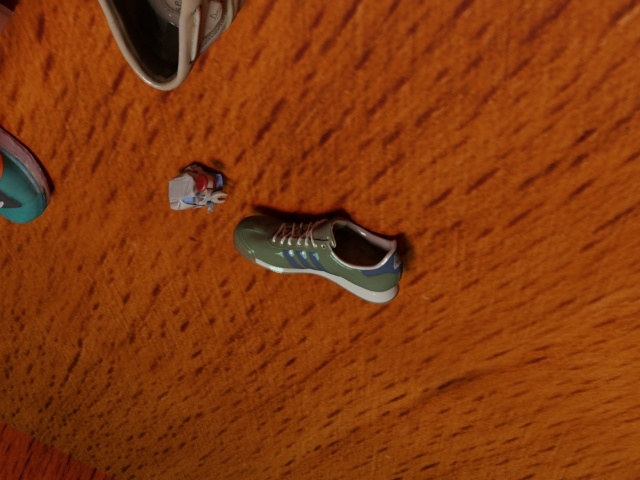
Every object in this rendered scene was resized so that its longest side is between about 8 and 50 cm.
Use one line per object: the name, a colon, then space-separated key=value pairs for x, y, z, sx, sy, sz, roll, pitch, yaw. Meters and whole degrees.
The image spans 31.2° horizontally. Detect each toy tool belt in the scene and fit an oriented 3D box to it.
toy tool belt: x=-0.126 y=-0.057 z=1.246 sx=0.051 sy=0.052 sz=0.083 roll=4 pitch=171 yaw=-37

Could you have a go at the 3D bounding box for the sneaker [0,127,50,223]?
sneaker: x=-0.433 y=-0.096 z=1.323 sx=0.108 sy=0.121 sz=0.302 roll=5 pitch=148 yaw=32

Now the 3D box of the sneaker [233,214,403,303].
sneaker: x=0.000 y=0.000 z=1.229 sx=0.192 sy=0.064 sz=0.086 roll=20 pitch=145 yaw=7

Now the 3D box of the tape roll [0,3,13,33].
tape roll: x=-0.430 y=-0.160 z=1.077 sx=0.169 sy=0.246 sz=0.246 roll=33 pitch=151 yaw=-19

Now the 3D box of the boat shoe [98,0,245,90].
boat shoe: x=-0.128 y=-0.233 z=0.827 sx=0.122 sy=0.110 sz=0.341 roll=17 pitch=158 yaw=17
